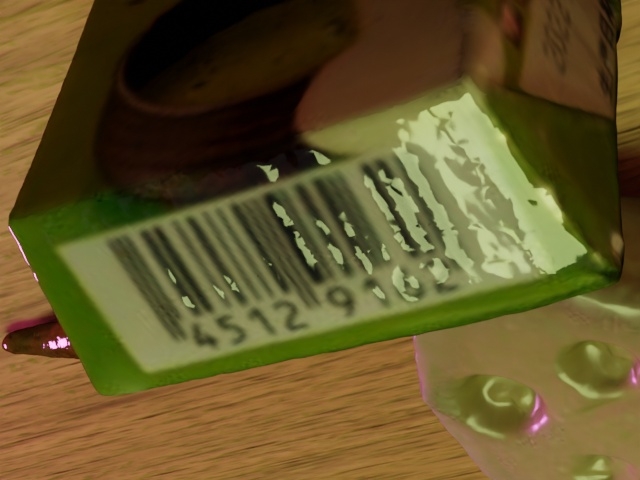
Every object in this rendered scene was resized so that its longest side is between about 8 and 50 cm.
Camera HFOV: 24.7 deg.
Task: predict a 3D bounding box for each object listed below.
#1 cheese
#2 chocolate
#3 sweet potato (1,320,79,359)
[{"bbox_3d":[0.216,0.089,1.073,0.326,0.115,0.318,45,140,-22],"label":"cheese"},{"bbox_3d":[0.002,-0.087,0.783,0.301,0.289,0.137,-14,132,25],"label":"chocolate"},{"bbox_3d":[-0.176,0.076,1.246,0.249,0.059,0.069,-5,158,21],"label":"sweet potato"}]
